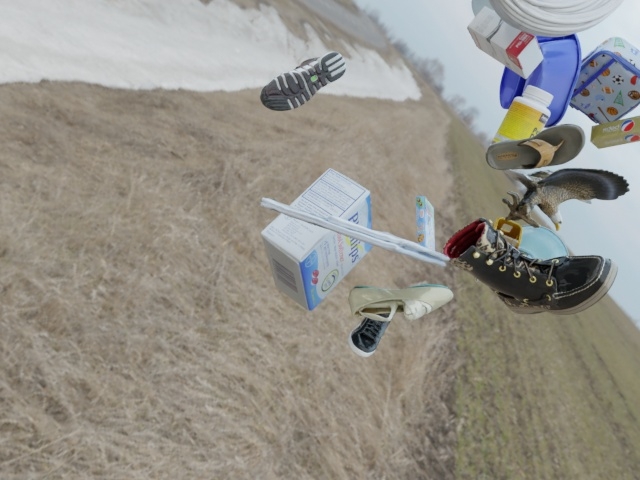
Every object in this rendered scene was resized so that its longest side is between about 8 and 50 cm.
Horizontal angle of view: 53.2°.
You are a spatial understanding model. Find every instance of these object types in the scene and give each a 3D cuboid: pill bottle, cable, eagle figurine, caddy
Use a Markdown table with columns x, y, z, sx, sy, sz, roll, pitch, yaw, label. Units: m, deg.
| x | y | z | sx | sy | sz | roll | pitch | yaw | label |
| --- | --- | --- | --- | --- | --- | --- | --- | --- | --- |
| 0.606 | -0.348 | 1.914 | 0.117 | 0.215 | 0.117 | 24 | 14 | -6 | pill bottle |
| 0.420 | -0.488 | 1.137 | 0.257 | 0.257 | 0.089 | 43 | -2 | 1 | cable |
| 0.669 | -0.135 | 1.806 | 0.226 | 0.298 | 0.225 | 58 | -6 | 37 | eagle figurine |
| 0.731 | -0.535 | 2.094 | 0.179 | 0.342 | 0.241 | -4 | 40 | -12 | caddy |

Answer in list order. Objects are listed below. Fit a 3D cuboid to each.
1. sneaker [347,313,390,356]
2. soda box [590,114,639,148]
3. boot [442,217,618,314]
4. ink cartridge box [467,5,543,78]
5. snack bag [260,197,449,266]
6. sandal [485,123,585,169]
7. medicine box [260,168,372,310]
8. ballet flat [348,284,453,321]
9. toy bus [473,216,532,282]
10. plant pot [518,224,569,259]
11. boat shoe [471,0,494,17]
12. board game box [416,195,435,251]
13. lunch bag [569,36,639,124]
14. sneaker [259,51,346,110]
| x | y | z | sx | sy | sz | roll | pitch | yaw | label |
| --- | --- | --- | --- | --- | --- | --- | --- | --- | --- |
| 0.143 | 0.212 | 1.688 | 0.079 | 0.121 | 0.217 | 30 | 23 | 7 | sneaker |
| 0.933 | -0.335 | 1.973 | 0.061 | 0.181 | 0.058 | 25 | 69 | -36 | soda box |
| 0.500 | 0.058 | 1.580 | 0.284 | 0.138 | 0.377 | 33 | -19 | -13 | boot |
| 0.374 | -0.401 | 1.293 | 0.135 | 0.056 | 0.099 | 45 | 10 | 28 | ink cartridge box |
| 0.084 | -0.020 | 1.397 | 0.342 | 0.037 | 0.323 | 19 | 3 | 29 | snack bag |
| 0.470 | -0.197 | 1.414 | 0.060 | 0.219 | 0.090 | -46 | 125 | -54 | sandal |
| 0.000 | 0.000 | 1.768 | 0.149 | 0.289 | 0.264 | 34 | -25 | 26 | medicine box |
| 0.184 | 0.153 | 1.497 | 0.086 | 0.248 | 0.086 | -3 | 90 | -70 | ballet flat |
| 0.561 | 0.022 | 2.024 | 0.191 | 0.202 | 0.104 | 56 | 41 | -28 | toy bus |
| 0.744 | 0.092 | 2.338 | 0.272 | 0.271 | 0.255 | 53 | 30 | 14 | plant pot |
| 0.433 | -0.650 | 1.667 | 0.083 | 0.065 | 0.184 | 8 | 80 | -63 | boat shoe |
| 0.383 | -0.037 | 2.321 | 0.160 | 0.039 | 0.212 | 30 | 59 | -66 | board game box |
| 0.946 | -0.522 | 2.123 | 0.243 | 0.115 | 0.303 | 36 | -21 | 0 | lunch bag |
| -0.069 | -0.468 | 1.903 | 0.162 | 0.281 | 0.107 | 29 | -36 | 64 | sneaker |
